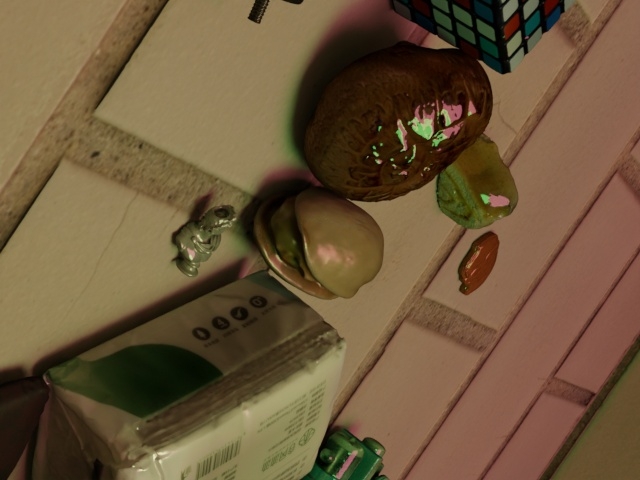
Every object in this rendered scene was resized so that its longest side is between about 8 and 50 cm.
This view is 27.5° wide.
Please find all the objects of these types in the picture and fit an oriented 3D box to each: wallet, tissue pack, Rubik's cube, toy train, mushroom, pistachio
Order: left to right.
[{"bbox_3d":[-0.393,0.228,1.355,0.229,0.049,0.182,-14,136,-55],"label":"wallet"},{"bbox_3d":[-0.163,0.228,1.571,0.356,0.194,0.266,-26,142,-42],"label":"tissue pack"},{"bbox_3d":[-0.009,0.450,2.177,0.298,0.120,0.194,-56,149,2],"label":"toy train"},{"bbox_3d":[0.000,0.000,1.649,0.144,0.144,0.215,-57,148,4],"label":"pistachio"},{"bbox_3d":[0.095,-0.144,1.591,0.253,0.153,0.253,-26,160,-10],"label":"mushroom"},{"bbox_3d":[0.194,-0.337,1.508,0.182,0.187,0.184,-48,151,-14],"label":"Rubik's cube"}]

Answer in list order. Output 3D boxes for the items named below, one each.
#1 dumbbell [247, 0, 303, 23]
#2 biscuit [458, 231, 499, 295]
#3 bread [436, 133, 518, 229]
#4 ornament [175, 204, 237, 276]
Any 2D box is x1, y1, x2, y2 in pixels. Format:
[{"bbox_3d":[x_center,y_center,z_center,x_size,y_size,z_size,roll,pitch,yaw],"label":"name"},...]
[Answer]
[{"bbox_3d":[-0.024,-0.310,1.277,0.099,0.099,0.208,-4,124,-57],"label":"dumbbell"},{"bbox_3d":[0.277,0.040,2.273,0.102,0.019,0.130,-43,150,-25],"label":"biscuit"},{"bbox_3d":[0.243,-0.081,1.981,0.103,0.110,0.156,-38,149,-20],"label":"bread"},{"bbox_3d":[-0.137,-0.002,1.518,0.068,0.041,0.092,-27,152,-35],"label":"ornament"}]
